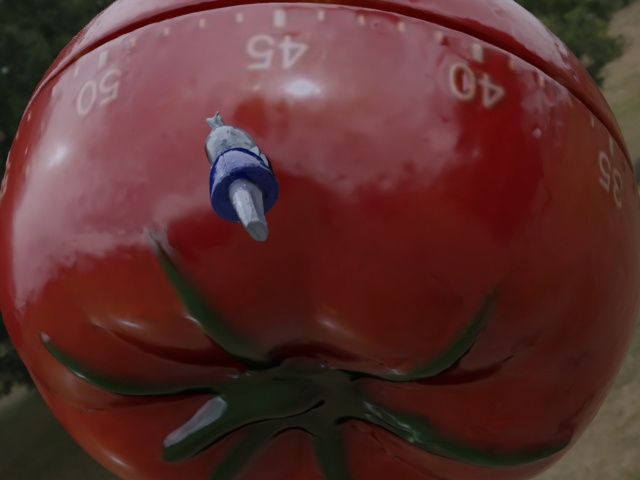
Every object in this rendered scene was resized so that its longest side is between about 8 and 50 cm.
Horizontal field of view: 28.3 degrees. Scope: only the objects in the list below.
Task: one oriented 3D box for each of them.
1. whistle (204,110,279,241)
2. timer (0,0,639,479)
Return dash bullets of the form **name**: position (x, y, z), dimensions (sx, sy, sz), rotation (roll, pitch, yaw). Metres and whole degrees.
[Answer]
- **whistle**: position (-0.033, -0.024, 0.532), dimensions (0.029, 0.033, 0.083), rotation (-31, 34, 8)
- **timer**: position (0.000, 0.000, 0.763), dimensions (0.378, 0.378, 0.279), rotation (-27, 42, 38)
